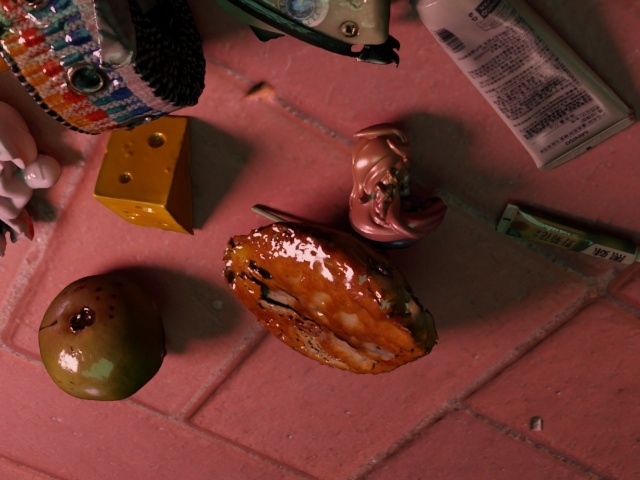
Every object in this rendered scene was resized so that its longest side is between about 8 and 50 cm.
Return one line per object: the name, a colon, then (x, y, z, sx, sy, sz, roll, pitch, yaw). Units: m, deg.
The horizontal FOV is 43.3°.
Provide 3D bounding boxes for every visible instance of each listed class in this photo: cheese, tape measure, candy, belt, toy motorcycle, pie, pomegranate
cheese: (-0.213, -0.059, 1.023, 0.093, 0.126, 0.171, 6, 152, 3)
tape measure: (-0.028, -0.277, 0.778, 0.207, 0.115, 0.235, -2, 131, 5)
candy: (0.000, 0.000, 1.066, 0.201, 0.060, 0.060, 26, 129, -6)
belt: (-0.224, -0.226, 0.784, 0.150, 0.207, 0.257, -15, 135, 16)
toy motorcycle: (-0.412, -0.082, 1.005, 0.170, 0.110, 0.260, -2, 137, -7)
pie: (0.009, 0.080, 1.047, 0.308, 0.085, 0.308, 24, 153, 13)
pomegranate: (-0.295, 0.153, 1.143, 0.179, 0.179, 0.210, -15, 128, 19)

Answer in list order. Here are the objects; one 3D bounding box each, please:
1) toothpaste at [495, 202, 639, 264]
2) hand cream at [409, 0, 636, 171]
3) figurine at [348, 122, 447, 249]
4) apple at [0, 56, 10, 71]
toothpaste: (0.326, -0.004, 1.028, 0.204, 0.031, 0.049, 16, 131, -3)
hand cream: (0.204, -0.199, 0.862, 0.124, 0.078, 0.340, -33, 128, 29)
figurine: (0.078, -0.057, 0.958, 0.114, 0.126, 0.157, -42, 127, -15)
apple: (-0.359, -0.234, 0.861, 0.114, 0.102, 0.099, 27, 130, -15)
